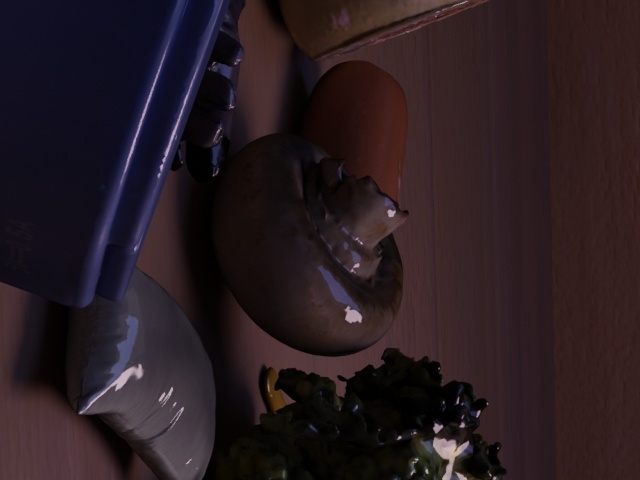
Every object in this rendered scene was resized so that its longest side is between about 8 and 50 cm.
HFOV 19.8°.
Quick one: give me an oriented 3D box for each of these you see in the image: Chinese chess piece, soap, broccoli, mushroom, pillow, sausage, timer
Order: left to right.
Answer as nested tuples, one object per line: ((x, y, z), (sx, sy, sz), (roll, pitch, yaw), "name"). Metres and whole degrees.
((-0.139, -0.168, 1.131), (0.395, 0.173, 0.395), (-160, -90, -86), "timer")
((-0.143, 0.110, 1.472), (0.254, 0.078, 0.144), (60, 34, -61), "pillow")
((-0.047, 0.168, 1.914), (0.034, 0.012, 0.089), (-73, 157, -45), "soap")
((0.000, 0.000, 1.739), (0.226, 0.178, 0.226), (55, 19, -29), "mushroom")
((0.021, -0.040, 1.950), (0.121, 0.121, 0.304), (64, 33, -56), "sausage")
((0.027, 0.263, 1.722), (0.334, 0.272, 0.324), (-40, 165, -6), "broccoli")
((0.087, -0.277, 1.910), (0.112, 0.270, 0.270), (70, 19, -3), "Chinese chess piece")

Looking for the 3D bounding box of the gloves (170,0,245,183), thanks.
((-0.107, -0.154, 1.535), (0.285, 0.119, 0.142), (-91, 159, -51), "gloves")
